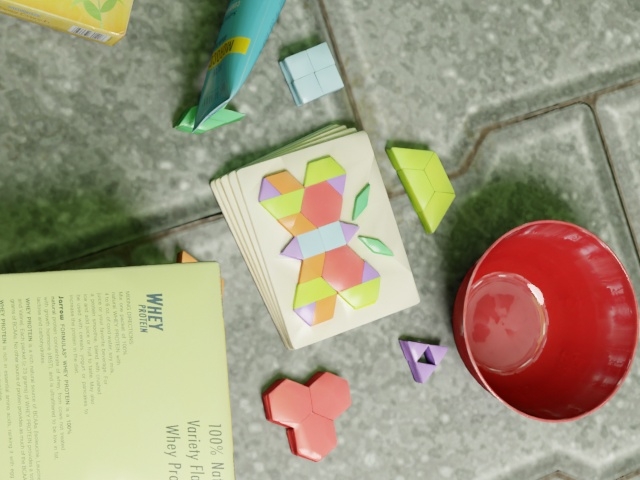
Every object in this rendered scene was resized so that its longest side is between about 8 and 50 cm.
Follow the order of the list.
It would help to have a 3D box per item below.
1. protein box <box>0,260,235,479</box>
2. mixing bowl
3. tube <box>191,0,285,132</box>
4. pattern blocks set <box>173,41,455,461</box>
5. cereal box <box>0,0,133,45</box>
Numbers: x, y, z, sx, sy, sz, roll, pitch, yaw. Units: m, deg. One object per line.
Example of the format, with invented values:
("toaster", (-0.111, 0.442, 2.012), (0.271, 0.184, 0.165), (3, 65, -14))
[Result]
("protein box", (-0.184, 0.123, 1.141), (0.201, 0.136, 0.200), (-4, 87, -17))
("mixing bowl", (0.190, 0.074, 1.328), (0.181, 0.098, 0.181), (2, 86, -22))
("tube", (-0.061, -0.191, 1.253), (0.052, 0.080, 0.207), (25, 66, -13))
("pattern blocks set", (0.000, 0.000, 1.295), (0.285, 0.026, 0.325), (-36, 98, -21))
("cereal box", (-0.224, -0.303, 1.218), (0.173, 0.047, 0.240), (16, 79, -20))
